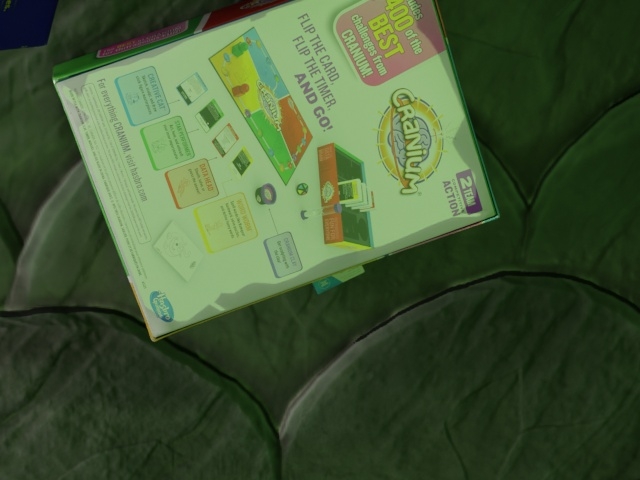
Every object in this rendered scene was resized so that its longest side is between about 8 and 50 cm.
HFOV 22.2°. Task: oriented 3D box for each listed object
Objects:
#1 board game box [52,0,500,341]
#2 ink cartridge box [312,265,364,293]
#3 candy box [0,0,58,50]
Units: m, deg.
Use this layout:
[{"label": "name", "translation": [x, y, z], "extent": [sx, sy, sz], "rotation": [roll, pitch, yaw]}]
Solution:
[{"label": "board game box", "translation": [-0.034, -0.081, 1.366], "extent": [0.316, 0.064, 0.242], "rotation": [-19, 109, -3]}, {"label": "ink cartridge box", "translation": [0.000, 0.000, 1.450], "extent": [0.048, 0.028, 0.083], "rotation": [-27, 117, 0]}, {"label": "candy box", "translation": [-0.291, -0.261, 1.111], "extent": [0.122, 0.317, 0.268], "rotation": [28, 111, 24]}]
